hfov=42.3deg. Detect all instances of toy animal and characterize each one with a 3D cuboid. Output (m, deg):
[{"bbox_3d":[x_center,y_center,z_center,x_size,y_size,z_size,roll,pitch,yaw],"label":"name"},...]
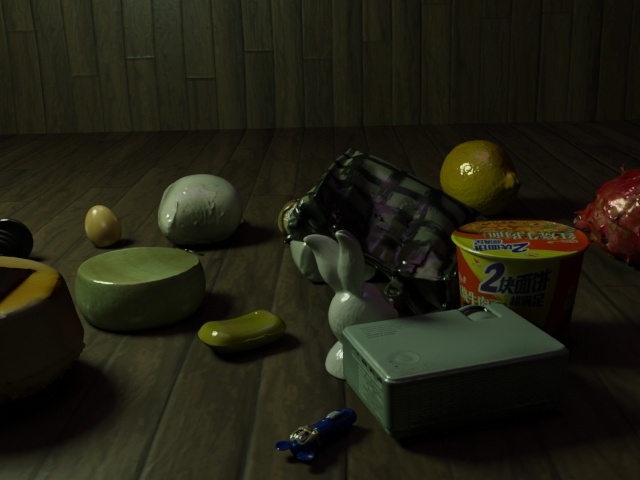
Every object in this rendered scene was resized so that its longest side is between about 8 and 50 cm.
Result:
[{"bbox_3d":[0.058,0.082,1.219,0.130,0.221,0.103,-11,15,-26],"label":"toy animal"}]

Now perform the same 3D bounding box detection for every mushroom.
[{"bbox_3d":[0.000,0.000,1.718,0.159,0.122,0.329,33,7,-20],"label":"mushroom"}]

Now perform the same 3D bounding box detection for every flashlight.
[{"bbox_3d":[0.001,0.235,1.022,0.057,0.035,0.121,11,21,39],"label":"flashlight"}]

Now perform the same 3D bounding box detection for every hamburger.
[{"bbox_3d":[-0.485,0.136,1.174,0.302,0.170,0.302,2,20,-1],"label":"hamburger"}]

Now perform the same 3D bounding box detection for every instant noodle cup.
[{"bbox_3d":[0.309,0.074,1.298,0.213,0.174,0.213,-1,18,0],"label":"instant noodle cup"}]

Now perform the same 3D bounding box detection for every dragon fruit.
[{"bbox_3d":[0.631,-0.044,1.650,0.268,0.210,0.205,-12,22,47],"label":"dragon fruit"}]

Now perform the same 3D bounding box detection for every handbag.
[{"bbox_3d":[0.124,-0.018,1.506,0.325,0.162,0.327,29,27,8],"label":"handbag"}]

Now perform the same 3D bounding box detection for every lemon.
[{"bbox_3d":[0.390,-0.151,2.025,0.187,0.187,0.244,-11,22,-30],"label":"lemon"}]

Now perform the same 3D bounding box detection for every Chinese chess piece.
[{"bbox_3d":[-0.315,0.082,1.470,0.237,0.092,0.238,-2,16,1],"label":"Chinese chess piece"}]

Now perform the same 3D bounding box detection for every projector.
[{"bbox_3d":[0.175,0.172,1.116,0.256,0.099,0.192,-7,19,-16],"label":"projector"}]

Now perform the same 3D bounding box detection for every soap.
[{"bbox_3d":[-0.124,0.146,1.316,0.140,0.045,0.089,-10,22,-31],"label":"soap"}]

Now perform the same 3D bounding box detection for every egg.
[{"bbox_3d":[-0.492,-0.033,1.865,0.080,0.096,0.080,-17,15,5],"label":"egg"}]

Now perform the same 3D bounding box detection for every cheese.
[{"bbox_3d":[-0.272,-0.072,1.877,0.189,0.154,0.198,0,15,-12],"label":"cheese"}]

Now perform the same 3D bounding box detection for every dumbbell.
[{"bbox_3d":[-0.657,0.012,1.720,0.099,0.099,0.208,-3,18,-4],"label":"dumbbell"}]

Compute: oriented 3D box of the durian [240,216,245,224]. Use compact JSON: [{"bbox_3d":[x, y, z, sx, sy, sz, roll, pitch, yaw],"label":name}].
[{"bbox_3d":[-0.246,-0.060,2.007,0.130,0.052,0.066,-1,19,0],"label":"durian"}]
